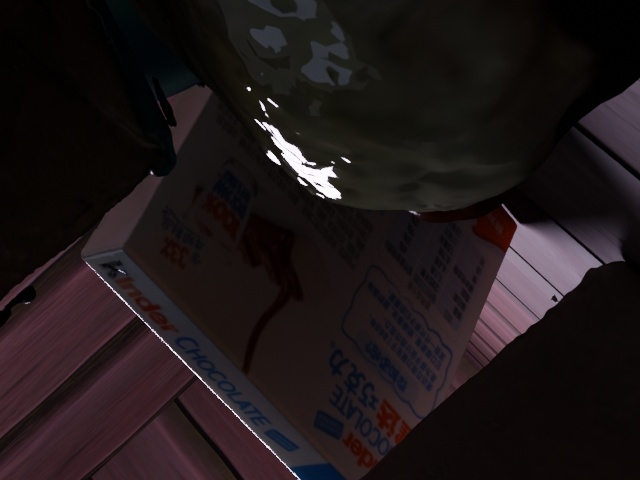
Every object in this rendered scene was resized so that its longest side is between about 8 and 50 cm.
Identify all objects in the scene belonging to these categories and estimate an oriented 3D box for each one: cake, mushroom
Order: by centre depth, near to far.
[{"bbox_3d":[-0.014,-0.113,0.604,0.247,0.130,0.344,43,180,-26],"label":"mushroom"},{"bbox_3d":[0.194,0.198,1.082,0.309,0.230,0.237,46,-179,25],"label":"cake"}]

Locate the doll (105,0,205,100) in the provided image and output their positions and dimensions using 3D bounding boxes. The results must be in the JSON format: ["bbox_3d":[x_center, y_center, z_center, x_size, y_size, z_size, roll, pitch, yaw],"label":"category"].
[{"bbox_3d":[-0.132,-0.190,0.897,0.322,0.186,0.198,50,174,-27],"label":"doll"}]

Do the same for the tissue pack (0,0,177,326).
[{"bbox_3d":[-0.195,-0.099,0.715,0.271,0.134,0.192,25,146,51],"label":"tissue pack"}]

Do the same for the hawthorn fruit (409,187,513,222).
[{"bbox_3d":[0.066,-0.057,0.984,0.081,0.081,0.093,48,-152,-20],"label":"hawthorn fruit"}]

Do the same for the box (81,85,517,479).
[{"bbox_3d":[0.000,0.000,1.218,0.048,0.265,0.273,-13,128,41],"label":"box"}]

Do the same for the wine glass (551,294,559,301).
[{"bbox_3d":[0.241,0.142,1.297,0.262,0.074,0.074,48,179,14],"label":"wine glass"}]
